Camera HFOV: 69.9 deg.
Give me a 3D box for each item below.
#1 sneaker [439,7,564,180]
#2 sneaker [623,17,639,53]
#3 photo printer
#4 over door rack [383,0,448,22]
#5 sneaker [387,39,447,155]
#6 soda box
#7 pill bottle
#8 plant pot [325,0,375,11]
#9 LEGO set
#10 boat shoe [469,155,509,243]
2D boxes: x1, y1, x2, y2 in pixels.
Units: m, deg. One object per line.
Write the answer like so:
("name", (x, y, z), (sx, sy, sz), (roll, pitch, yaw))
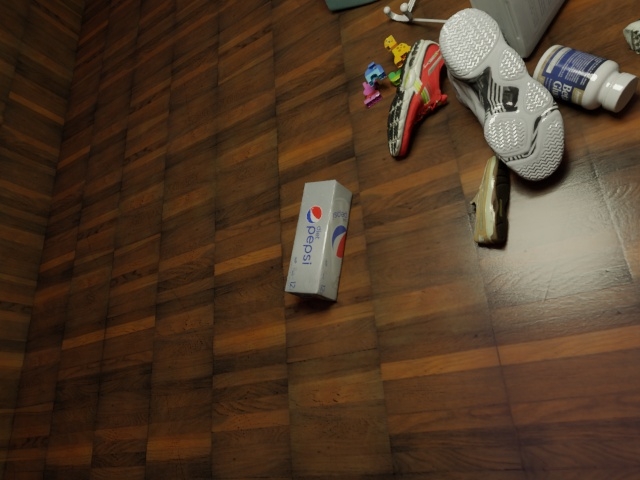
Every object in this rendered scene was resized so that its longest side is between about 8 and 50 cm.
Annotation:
("sneaker", (0.380, -0.297, 0.964), (0.137, 0.210, 0.366), (-31, 89, 21))
("sneaker", (0.697, -0.348, 0.789), (0.146, 0.102, 0.293), (-43, 55, 18))
("photo printer", (0.445, -0.580, 0.949), (0.107, 0.256, 0.308), (34, 94, 39))
("over door rack", (0.307, -0.649, 1.107), (0.324, 0.108, 0.240), (39, 112, 44))
("sneaker", (0.240, -0.332, 1.094), (0.107, 0.118, 0.279), (-123, 48, -77))
("soda box", (0.000, 0.000, 1.132), (0.098, 0.091, 0.286), (-1, 72, 34))
("pill bottle", (0.520, -0.316, 0.904), (0.169, 0.094, 0.094), (41, 97, 37))
("plant pot", (0.130, -0.825, 1.269), (0.252, 0.247, 0.248), (11, 79, 24))
("LEGO set", (0.184, -0.463, 1.184), (0.227, 0.087, 0.093), (-31, 59, 19))
("boat shoe", (0.346, -0.086, 0.958), (0.072, 0.068, 0.190), (-7, 67, 48))
